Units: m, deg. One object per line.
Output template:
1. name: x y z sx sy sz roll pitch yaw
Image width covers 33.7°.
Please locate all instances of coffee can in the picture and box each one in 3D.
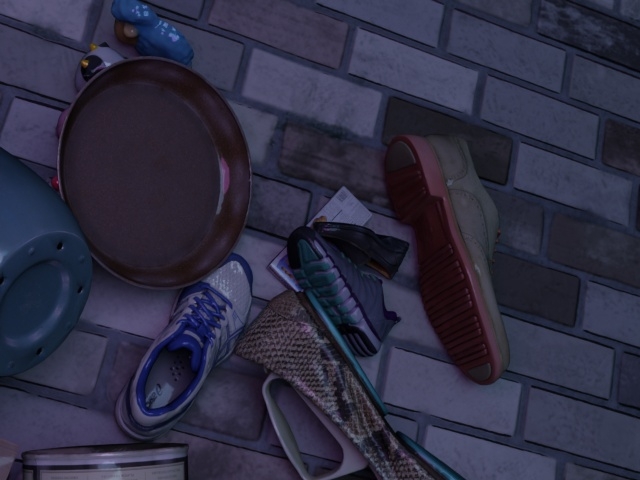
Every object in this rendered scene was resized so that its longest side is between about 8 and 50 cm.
1. coffee can: -0.254 0.386 1.260 0.201 0.201 0.275 1 82 -19

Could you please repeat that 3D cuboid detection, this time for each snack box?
1. snack box: 0.000 0.000 1.580 0.064 0.022 0.178 45 65 -5

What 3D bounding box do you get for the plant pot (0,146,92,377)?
1. plant pot: -0.412 0.025 1.235 0.235 0.293 0.293 25 63 25

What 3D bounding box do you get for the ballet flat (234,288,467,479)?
1. ballet flat: 0.062 0.289 1.464 0.182 0.164 0.483 -42 87 -3

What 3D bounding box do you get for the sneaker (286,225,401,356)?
1. sneaker: 0.035 0.058 1.537 0.098 0.083 0.223 -45 114 -35

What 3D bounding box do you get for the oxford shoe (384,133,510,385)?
1. oxford shoe: 0.227 0.016 1.596 0.146 0.140 0.397 -11 80 -29

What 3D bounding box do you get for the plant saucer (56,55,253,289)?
1. plant saucer: -0.224 -0.088 1.418 0.311 0.050 0.310 3 85 -42

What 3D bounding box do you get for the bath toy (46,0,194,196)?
1. bath toy: -0.300 -0.163 1.466 0.151 0.129 0.348 9 67 19

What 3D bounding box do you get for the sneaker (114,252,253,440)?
1. sneaker: -0.165 0.136 1.424 0.112 0.131 0.296 30 66 -7

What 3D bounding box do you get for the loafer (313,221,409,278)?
1. loafer: 0.058 0.012 1.560 0.170 0.062 0.061 17 86 -32

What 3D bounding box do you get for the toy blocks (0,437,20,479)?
1. toy blocks: -0.522 0.238 1.211 0.381 0.261 0.190 26 65 -18
